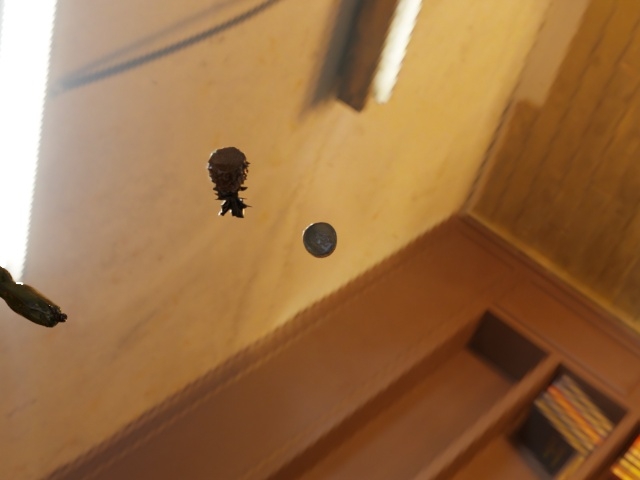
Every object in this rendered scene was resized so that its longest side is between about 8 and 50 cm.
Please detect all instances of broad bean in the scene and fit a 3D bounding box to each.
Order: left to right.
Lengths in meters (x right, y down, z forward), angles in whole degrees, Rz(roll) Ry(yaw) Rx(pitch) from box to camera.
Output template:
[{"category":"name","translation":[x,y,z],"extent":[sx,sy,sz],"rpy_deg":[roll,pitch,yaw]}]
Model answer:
[{"category":"broad bean","translation":[-0.465,0.087,1.827],"extent":[0.048,0.213,0.070],"rpy_deg":[-55,-35,-12]}]

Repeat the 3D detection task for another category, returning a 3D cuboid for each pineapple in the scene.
[{"category":"pineapple","translation":[-0.121,-0.068,1.559],"extent":[0.058,0.058,0.124],"rpy_deg":[-41,-26,-29]}]

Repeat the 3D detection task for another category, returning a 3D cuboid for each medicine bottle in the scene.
[{"category":"medicine bottle","translation":[0.000,0.000,1.578],"extent":[0.047,0.047,0.083],"rpy_deg":[-53,-3,-2]}]
